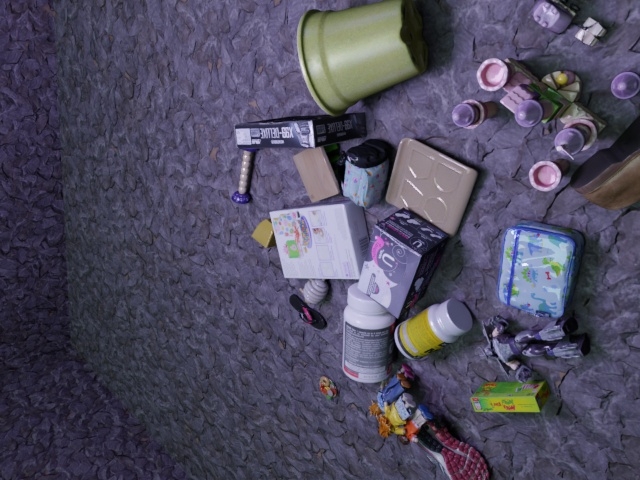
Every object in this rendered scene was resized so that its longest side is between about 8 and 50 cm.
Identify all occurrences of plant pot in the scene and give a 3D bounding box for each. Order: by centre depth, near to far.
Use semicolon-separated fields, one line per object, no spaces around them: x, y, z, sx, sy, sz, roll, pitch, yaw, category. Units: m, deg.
0.122;-0.477;1.263;0.254;0.276;0.275;-7;102;30;plant pot
-0.180;-0.033;1.795;0.081;0.082;0.083;37;116;25;plant pot

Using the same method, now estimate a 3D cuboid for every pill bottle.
0.321;0.253;1.436;0.208;0.119;0.119;-42;77;43;pill bottle
0.151;0.283;1.568;0.161;0.161;0.283;17;117;36;pill bottle

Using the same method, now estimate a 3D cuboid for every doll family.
0.219;0.500;1.535;0.163;0.118;0.263;-59;24;23;doll family

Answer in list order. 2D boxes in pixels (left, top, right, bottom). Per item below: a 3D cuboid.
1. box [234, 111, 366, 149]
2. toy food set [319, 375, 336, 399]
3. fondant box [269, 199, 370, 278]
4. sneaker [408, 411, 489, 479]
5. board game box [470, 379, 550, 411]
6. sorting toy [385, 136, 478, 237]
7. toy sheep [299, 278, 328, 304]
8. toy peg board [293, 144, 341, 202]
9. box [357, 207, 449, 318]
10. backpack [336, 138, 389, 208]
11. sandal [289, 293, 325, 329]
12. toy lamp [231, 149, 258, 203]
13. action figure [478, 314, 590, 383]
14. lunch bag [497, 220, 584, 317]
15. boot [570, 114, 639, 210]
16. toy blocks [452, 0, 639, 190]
-0.060;-0.321;1.468;0.308;0.242;0.076;8;111;38;box
0.028;0.549;1.871;0.083;0.020;0.083;38;127;25;toy food set
0.000;0.000;1.638;0.330;0.096;0.238;-3;104;41;fondant box
0.391;0.648;1.545;0.299;0.121;0.112;49;160;15;sneaker
0.509;0.419;1.353;0.181;0.092;0.043;-18;93;44;board game box
0.289;-0.107;1.388;0.229;0.041;0.307;33;132;29;sorting toy
-0.016;0.167;1.723;0.091;0.091;0.132;43;123;21;toy sheep
0.011;-0.218;1.568;0.161;0.079;0.161;-13;101;59;toy peg board
0.222;0.064;1.410;0.163;0.142;0.247;36;134;26;box
0.124;-0.182;1.430;0.115;0.152;0.182;42;141;33;backpack
-0.057;0.266;1.823;0.179;0.040;0.067;37;127;25;sandal
-0.263;-0.265;1.781;0.080;0.080;0.274;34;128;27;toy lamp
0.521;0.265;1.285;0.285;0.099;0.185;-29;95;47;action figure
0.522;0.069;1.215;0.176;0.090;0.218;19;116;38;lunch bag
0.669;-0.180;1.008;0.115;0.112;0.305;35;128;-12;boot
0.448;-0.292;1.023;0.288;0.260;0.309;47;131;19;toy blocks
